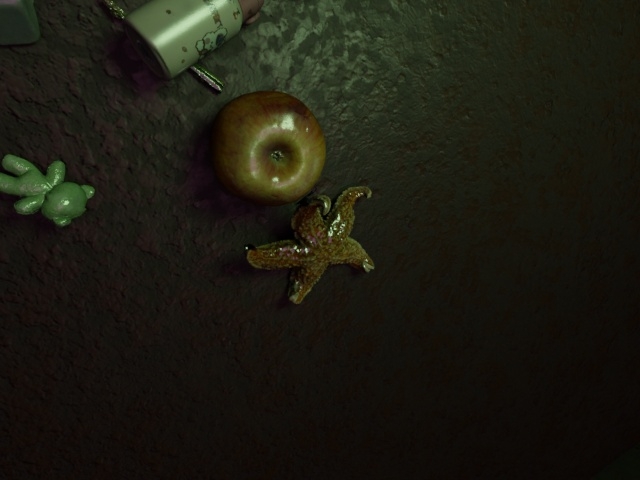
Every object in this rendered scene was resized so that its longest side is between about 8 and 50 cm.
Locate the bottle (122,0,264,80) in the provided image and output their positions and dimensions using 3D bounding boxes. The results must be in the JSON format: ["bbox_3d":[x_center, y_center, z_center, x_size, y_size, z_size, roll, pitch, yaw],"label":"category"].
[{"bbox_3d":[-0.196,-0.371,0.673,0.233,0.110,0.110,-43,117,-16],"label":"bottle"}]

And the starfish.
[{"bbox_3d":[0.003,-0.001,0.859,0.312,0.113,0.303,-36,141,-14],"label":"starfish"}]

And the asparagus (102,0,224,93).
[{"bbox_3d":[-0.271,-0.337,0.713,0.233,0.022,0.023,32,128,-28],"label":"asparagus"}]

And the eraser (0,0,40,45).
[{"bbox_3d":[-0.489,-0.468,0.567,0.089,0.061,0.352,-11,110,-17],"label":"eraser"}]

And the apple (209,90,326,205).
[{"bbox_3d":[-0.097,-0.166,0.743,0.211,0.188,0.211,-6,112,-15],"label":"apple"}]

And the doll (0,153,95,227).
[{"bbox_3d":[-0.480,-0.086,0.703,0.150,0.077,0.115,33,57,-16],"label":"doll"}]
